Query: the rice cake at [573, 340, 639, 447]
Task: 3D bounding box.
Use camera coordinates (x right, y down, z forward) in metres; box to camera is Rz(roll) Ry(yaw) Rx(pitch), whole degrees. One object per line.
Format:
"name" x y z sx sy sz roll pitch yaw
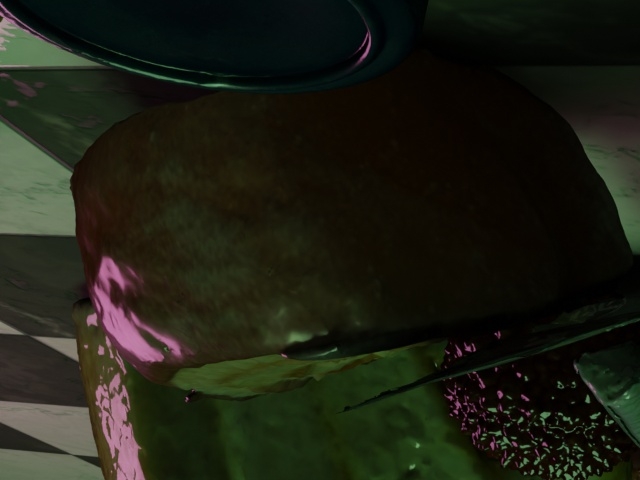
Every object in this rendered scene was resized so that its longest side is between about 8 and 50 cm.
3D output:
"rice cake" 0.152 0.078 0.854 0.033 0.033 0.207 -32 159 8

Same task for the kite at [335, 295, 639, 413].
"kite" 0.154 0.025 0.776 0.204 0.022 0.360 -18 174 24

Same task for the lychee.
"lychee" 0.131 0.073 1.000 0.123 0.123 0.129 14 171 -15

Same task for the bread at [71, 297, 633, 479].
"bread" 0.006 0.192 1.229 0.395 0.264 0.239 7 168 3

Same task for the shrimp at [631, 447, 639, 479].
"shrimp" 0.239 0.208 1.493 0.290 0.054 0.222 -4 160 14

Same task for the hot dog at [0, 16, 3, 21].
"hot dog" -0.166 -0.107 0.721 0.090 0.030 0.034 12 162 -11

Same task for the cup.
"cup" -0.016 -0.119 0.406 0.113 0.138 0.150 12 163 -10

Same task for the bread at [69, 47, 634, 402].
"bread" -0.011 0.002 0.798 0.190 0.123 0.244 -7 171 -33
